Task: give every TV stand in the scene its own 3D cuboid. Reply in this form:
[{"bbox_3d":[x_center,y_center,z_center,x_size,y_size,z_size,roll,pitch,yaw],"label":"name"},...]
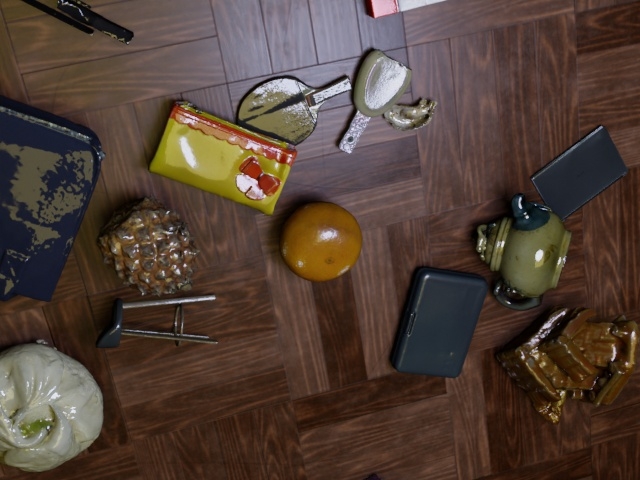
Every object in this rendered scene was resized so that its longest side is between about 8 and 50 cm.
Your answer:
[{"bbox_3d":[-0.421,-0.380,1.319,0.249,0.036,0.042,25,102,-21],"label":"TV stand"}]

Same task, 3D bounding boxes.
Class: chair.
[{"bbox_3d":[-0.304,0.151,1.524,0.221,0.104,0.095,0,85,-18],"label":"chair"}]

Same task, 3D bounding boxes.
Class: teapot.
[{"bbox_3d":[0.388,0.026,1.616,0.182,0.173,0.269,16,129,15],"label":"teapot"}]

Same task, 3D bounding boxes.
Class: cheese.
[{"bbox_3d":[0.088,-0.247,1.492,0.097,0.037,0.192,24,104,-20],"label":"cheese"}]

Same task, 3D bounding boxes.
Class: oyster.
[{"bbox_3d":[0.166,-0.238,1.525,0.083,0.038,0.080,29,91,4],"label":"oyster"}]

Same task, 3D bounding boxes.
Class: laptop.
[{"bbox_3d":[0.523,-0.131,1.652,0.180,0.016,0.129,-37,114,1],"label":"laptop"}]

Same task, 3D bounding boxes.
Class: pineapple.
[{"bbox_3d":[-0.289,0.022,1.440,0.166,0.166,0.193,-38,117,2],"label":"pineapple"}]

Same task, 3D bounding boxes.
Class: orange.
[{"bbox_3d":[0.000,0.000,1.519,0.156,0.124,0.156,-8,130,-10],"label":"orange"}]

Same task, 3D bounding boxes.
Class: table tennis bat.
[{"bbox_3d":[-0.045,-0.239,1.473,0.220,0.019,0.130,-24,115,-2],"label":"table tennis bat"}]

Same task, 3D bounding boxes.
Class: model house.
[{"bbox_3d":[0.500,0.243,1.687,0.229,0.199,0.219,2,87,-9],"label":"model house"}]

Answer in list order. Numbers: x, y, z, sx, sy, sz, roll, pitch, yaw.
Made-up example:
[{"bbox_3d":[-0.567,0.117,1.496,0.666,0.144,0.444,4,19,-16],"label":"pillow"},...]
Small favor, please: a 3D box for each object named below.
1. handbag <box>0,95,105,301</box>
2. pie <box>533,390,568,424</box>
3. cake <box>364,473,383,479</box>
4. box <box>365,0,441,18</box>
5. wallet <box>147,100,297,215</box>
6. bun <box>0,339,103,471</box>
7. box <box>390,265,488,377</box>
[{"bbox_3d":[-0.550,-0.074,1.358,0.303,0.122,0.329,19,104,-21],"label":"handbag"},{"bbox_3d":[0.517,0.306,1.807,0.088,0.033,0.191,19,98,-7],"label":"pie"},{"bbox_3d":[0.063,0.619,1.800,0.295,0.113,0.116,-32,109,13],"label":"cake"},{"bbox_3d":[0.150,-0.454,1.423,0.152,0.048,0.100,-17,112,-9],"label":"box"},{"bbox_3d":[-0.169,-0.143,1.448,0.241,0.067,0.141,19,111,-18],"label":"wallet"},{"bbox_3d":[-0.529,0.317,1.492,0.259,0.160,0.259,-4,114,-10],"label":"bun"},{"bbox_3d":[0.244,0.170,1.680,0.160,0.050,0.230,9,108,-17],"label":"box"}]
